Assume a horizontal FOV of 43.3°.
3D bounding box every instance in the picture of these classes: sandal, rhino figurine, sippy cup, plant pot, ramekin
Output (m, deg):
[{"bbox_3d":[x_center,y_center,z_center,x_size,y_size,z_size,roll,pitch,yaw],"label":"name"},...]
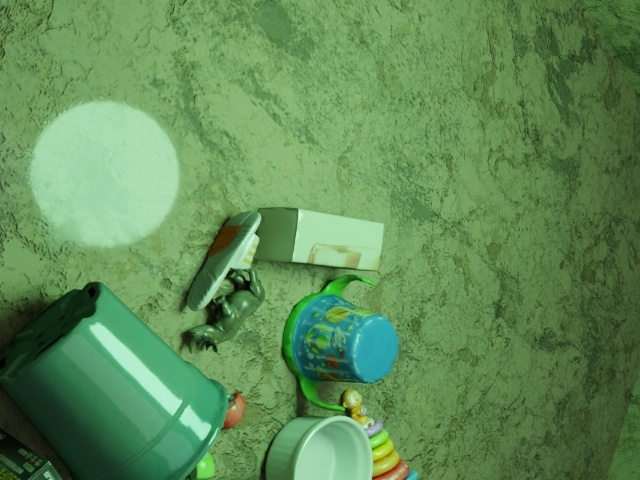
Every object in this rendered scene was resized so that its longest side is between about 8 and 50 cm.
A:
[{"bbox_3d":[-0.209,0.054,1.835,0.076,0.102,0.265,40,76,-39],"label":"sandal"},{"bbox_3d":[-0.216,0.169,1.849,0.243,0.073,0.106,-49,121,-27],"label":"rhino figurine"},{"bbox_3d":[0.064,0.255,2.014,0.240,0.224,0.306,-24,109,-40],"label":"sippy cup"},{"bbox_3d":[-0.407,0.279,1.529,0.341,0.341,0.334,-48,115,-29],"label":"plant pot"},{"bbox_3d":[-0.007,0.571,2.025,0.277,0.135,0.278,0,90,-44],"label":"ramekin"}]

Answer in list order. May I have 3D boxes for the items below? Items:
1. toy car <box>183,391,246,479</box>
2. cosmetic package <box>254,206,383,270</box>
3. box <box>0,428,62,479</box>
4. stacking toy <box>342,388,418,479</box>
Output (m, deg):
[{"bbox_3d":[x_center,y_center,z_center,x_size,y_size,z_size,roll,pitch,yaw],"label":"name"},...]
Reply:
[{"bbox_3d":[-0.265,0.466,1.842,0.239,0.053,0.225,6,90,-43],"label":"toy car"},{"bbox_3d":[0.000,0.000,1.981,0.296,0.153,0.129,9,87,-42],"label":"cosmetic package"},{"bbox_3d":[-0.588,0.434,1.418,0.183,0.231,0.056,-40,123,-32],"label":"box"},{"bbox_3d":[0.128,0.541,2.172,0.175,0.165,0.302,-20,93,-36],"label":"stacking toy"}]
